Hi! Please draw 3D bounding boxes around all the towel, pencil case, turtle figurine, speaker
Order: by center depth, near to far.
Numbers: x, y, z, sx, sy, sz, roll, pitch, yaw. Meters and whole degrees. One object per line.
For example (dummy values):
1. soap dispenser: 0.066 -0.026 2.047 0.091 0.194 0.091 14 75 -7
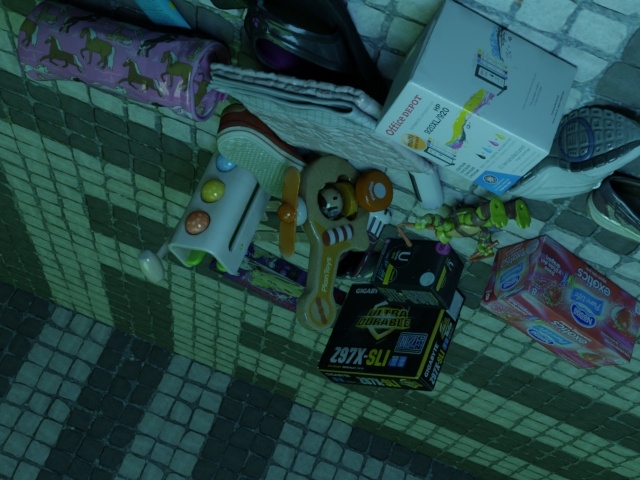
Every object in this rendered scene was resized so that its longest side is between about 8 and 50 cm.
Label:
1. towel: 0.006 -0.207 1.619 0.332 0.053 0.317 17 174 33
2. pencil case: -0.359 -0.330 1.695 0.386 0.167 0.160 16 125 16
3. speaker: 0.203 -0.115 1.768 0.055 0.055 0.136 11 153 24
4. turtle figurine: 0.304 -0.031 1.815 0.270 0.087 0.217 19 157 -33

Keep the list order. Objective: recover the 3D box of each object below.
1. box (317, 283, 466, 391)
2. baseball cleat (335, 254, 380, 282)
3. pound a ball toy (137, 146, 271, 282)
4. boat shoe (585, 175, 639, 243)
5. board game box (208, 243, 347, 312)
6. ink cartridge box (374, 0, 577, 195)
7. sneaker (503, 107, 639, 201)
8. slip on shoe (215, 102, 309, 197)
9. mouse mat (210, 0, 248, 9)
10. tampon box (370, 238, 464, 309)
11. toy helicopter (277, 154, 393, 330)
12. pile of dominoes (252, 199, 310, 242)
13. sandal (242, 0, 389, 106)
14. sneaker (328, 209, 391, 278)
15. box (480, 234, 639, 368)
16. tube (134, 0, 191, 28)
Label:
1. box: 0.170 0.229 2.239 0.322 0.257 0.079 -2 145 44
2. baseball cleat: 0.061 0.052 2.201 0.206 0.072 0.109 -13 131 46
3. pound a ball toy: -0.248 -0.063 1.936 0.208 0.319 0.135 9 151 29
4. boat shoe: 0.595 -0.030 1.555 0.285 0.102 0.092 25 160 9
5. board game box: -0.120 0.110 2.497 0.347 0.056 0.208 28 159 -10
6. ink cartridge box: 0.233 -0.215 1.409 0.233 0.168 0.171 26 156 -6
7. sneaker: 0.426 -0.134 1.519 0.129 0.111 0.297 17 163 -26
8. slip on shoe: -0.098 -0.175 1.864 0.123 0.101 0.331 -17 152 25
9. mouse mat: -0.154 -0.442 1.478 0.153 0.007 0.189 5 149 33
10. tampon box: 0.216 0.074 2.053 0.161 0.120 0.101 3 149 36
11. toy helicopter: 0.000 0.000 1.810 0.235 0.355 0.140 20 162 -38
12. pile of dominoes: -0.129 -0.085 2.118 0.251 0.040 0.196 2 129 34
13. sandal: -0.019 -0.308 1.487 0.168 0.107 0.446 3 152 37
14. sneaker: 0.043 0.020 2.040 0.106 0.162 0.281 29 154 -13
15. box: 0.501 0.134 1.907 0.300 0.142 0.154 33 154 -20
16. tube: -0.305 -0.432 1.581 0.080 0.052 0.207 18 161 31
